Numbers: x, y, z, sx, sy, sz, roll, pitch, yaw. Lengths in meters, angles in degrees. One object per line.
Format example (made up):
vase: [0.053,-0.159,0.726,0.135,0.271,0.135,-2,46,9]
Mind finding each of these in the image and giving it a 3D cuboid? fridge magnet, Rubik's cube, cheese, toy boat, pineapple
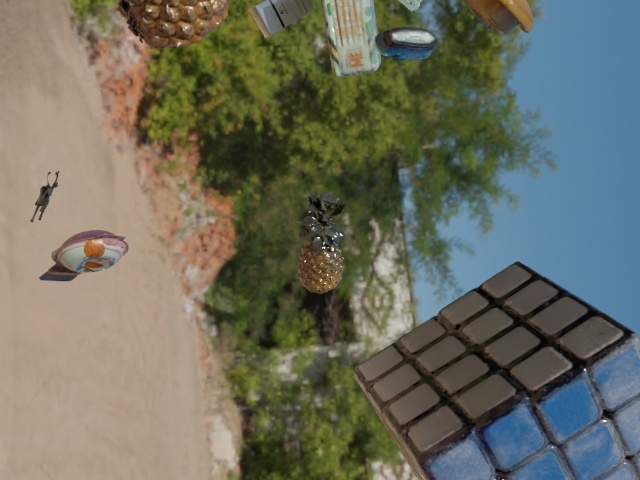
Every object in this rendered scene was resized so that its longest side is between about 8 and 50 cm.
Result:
fridge magnet: [0.214,-0.313,1.070,0.143,0.063,0.143,42,20,-19]
Rubik's cube: [0.302,0.290,1.267,0.344,0.337,0.344,61,-5,-20]
cheese: [-0.579,0.043,2.063,0.189,0.286,0.074,10,59,-47]
toy boat: [0.152,-0.346,1.502,0.061,0.137,0.060,-34,-107,53]
pineapple: [-0.326,-0.541,1.578,0.222,0.223,0.357,-99,164,-46]
pineapple: [0.000,0.000,1.930,0.125,0.125,0.251,-100,-169,-51]

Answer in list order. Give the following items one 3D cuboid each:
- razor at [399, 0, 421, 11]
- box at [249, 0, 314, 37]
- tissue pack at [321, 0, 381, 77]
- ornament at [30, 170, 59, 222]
razor: [0.183,-0.509,1.639,0.040,0.068,0.135,-50,177,-24]
box: [-0.098,-0.594,2.180,0.040,0.154,0.084,1,-56,59]
tissue pack: [0.070,-0.562,2.081,0.228,0.128,0.310,-64,146,-77]
ornament: [-0.563,-0.099,1.739,0.125,0.028,0.073,-56,-153,30]
